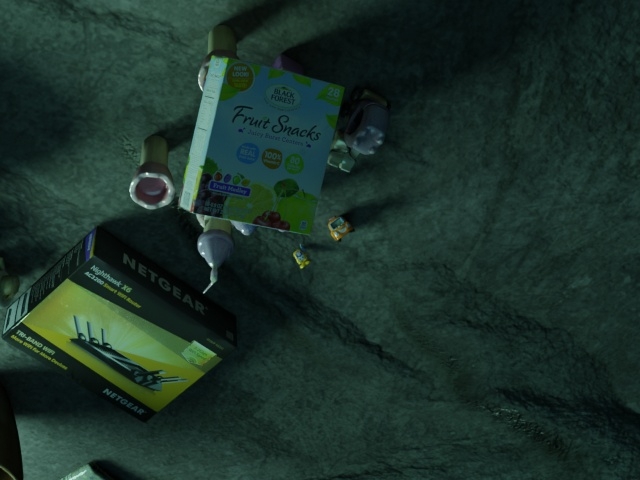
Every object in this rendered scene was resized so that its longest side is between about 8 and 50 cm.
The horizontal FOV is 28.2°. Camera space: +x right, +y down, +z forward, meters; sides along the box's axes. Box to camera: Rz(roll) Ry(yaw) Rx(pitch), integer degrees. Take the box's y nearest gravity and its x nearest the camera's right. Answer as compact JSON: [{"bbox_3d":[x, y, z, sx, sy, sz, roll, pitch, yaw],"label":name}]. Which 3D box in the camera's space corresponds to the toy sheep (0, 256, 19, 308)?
[{"bbox_3d":[-0.545,0.076,2.051,0.132,0.091,0.091,-4,130,16],"label":"toy sheep"}]

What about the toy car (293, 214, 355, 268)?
[{"bbox_3d":[0.000,0.000,2.051,0.122,0.060,0.040,-35,91,14],"label":"toy car"}]

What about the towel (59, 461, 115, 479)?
[{"bbox_3d":[-0.443,0.583,2.495,0.312,0.056,0.324,-36,121,19],"label":"towel"}]

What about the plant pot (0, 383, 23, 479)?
[{"bbox_3d":[-0.599,0.344,2.166,0.215,0.230,0.215,-2,129,-2],"label":"plant pot"}]

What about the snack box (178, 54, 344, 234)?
[{"bbox_3d":[-0.078,-0.125,1.682,0.175,0.070,0.207,10,95,-27],"label":"snack box"}]

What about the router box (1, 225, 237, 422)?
[{"bbox_3d":[-0.331,0.146,2.124,0.309,0.081,0.243,36,118,-28],"label":"router box"}]

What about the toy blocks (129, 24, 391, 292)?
[{"bbox_3d":[-0.083,-0.097,1.834,0.309,0.260,0.288,23,123,-21],"label":"toy blocks"}]
